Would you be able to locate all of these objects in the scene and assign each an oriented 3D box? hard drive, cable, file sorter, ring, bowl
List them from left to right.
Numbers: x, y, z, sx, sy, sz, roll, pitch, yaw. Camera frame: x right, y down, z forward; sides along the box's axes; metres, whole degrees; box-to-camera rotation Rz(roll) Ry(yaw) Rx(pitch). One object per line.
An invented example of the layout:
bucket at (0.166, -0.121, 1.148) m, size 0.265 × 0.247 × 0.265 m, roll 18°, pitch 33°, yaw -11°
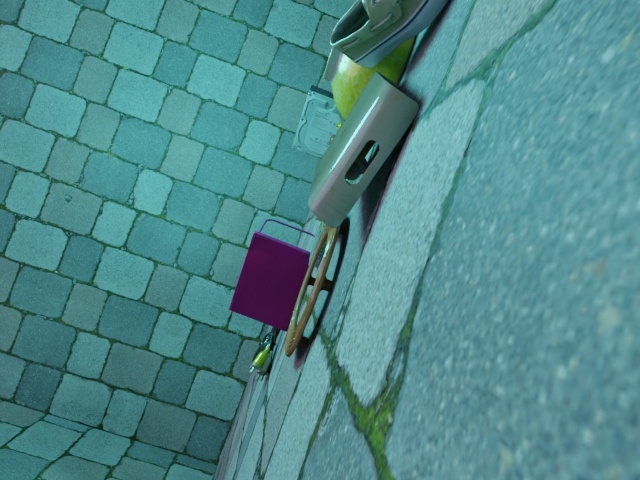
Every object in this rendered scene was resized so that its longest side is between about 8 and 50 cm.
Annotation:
cable at (-0.169, 0.378, 1.495) m, size 0.287 × 0.072 × 0.139 m, roll -58°, pitch -27°, yaw -23°
file sorter at (-0.144, 0.104, 1.338) m, size 0.182 × 0.202 × 0.291 m, roll -74°, pitch 5°, yaw -67°
ring at (-0.010, 0.090, 0.885) m, size 0.336 × 0.032 × 0.337 m, roll -159°, pitch 90°, yaw -85°
hard drive at (0.013, -0.553, 1.969) m, size 0.339 × 0.236 × 0.064 m, roll 116°, pitch 172°, yaw -46°
bowl at (0.098, -0.407, 0.944) m, size 0.289 × 0.156 × 0.290 m, roll -160°, pitch 90°, yaw -85°

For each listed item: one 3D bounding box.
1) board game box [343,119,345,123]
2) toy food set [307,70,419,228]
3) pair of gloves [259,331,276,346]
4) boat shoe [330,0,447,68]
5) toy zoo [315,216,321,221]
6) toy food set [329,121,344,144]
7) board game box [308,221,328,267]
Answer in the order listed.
board game box at (0.087, -0.260, 1.082) m, size 0.133 × 0.033 × 0.169 m, roll 18°, pitch -109°, yaw -78°
toy food set at (0.079, -0.169, 0.719) m, size 0.220 × 0.092 × 0.306 m, roll -55°, pitch 12°, yaw 23°
pair of gloves at (-0.200, 0.389, 1.531) m, size 0.074 × 0.010 × 0.083 m, roll -39°, pitch -47°, yaw -39°
boat shoe at (0.115, -0.388, 0.676) m, size 0.302 × 0.094 × 0.109 m, roll 158°, pitch 116°, yaw -63°
toy zoo at (0.049, -0.235, 1.515) m, size 0.192 × 0.030 × 0.293 m, roll 115°, pitch 173°, yaw -49°
toy food set at (0.085, -0.465, 1.781) m, size 0.128 × 0.071 × 0.218 m, roll 116°, pitch 172°, yaw -50°
board game box at (0.000, 0.000, 1.145) m, size 0.154 × 0.026 × 0.103 m, roll -84°, pitch 15°, yaw -70°
